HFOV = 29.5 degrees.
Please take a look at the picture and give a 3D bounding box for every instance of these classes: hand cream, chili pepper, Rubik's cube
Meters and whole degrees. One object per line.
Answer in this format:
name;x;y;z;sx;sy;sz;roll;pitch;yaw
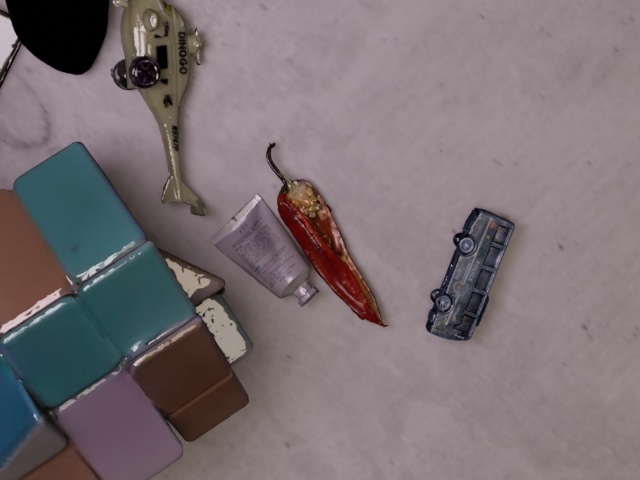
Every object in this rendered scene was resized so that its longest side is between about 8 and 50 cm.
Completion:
hand cream;-0.059;0.022;1.499;0.084;0.053;0.142;-45;81;5
chili pepper;0.000;0.000;1.492;0.050;0.059;0.268;-25;102;38
Rubik's cube;-0.286;0.100;1.335;0.358;0.368;0.387;-35;96;-9

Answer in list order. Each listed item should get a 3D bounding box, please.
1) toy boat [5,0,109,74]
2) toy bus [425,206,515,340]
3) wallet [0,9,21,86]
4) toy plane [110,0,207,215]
toy boat;-0.309;-0.287;1.424;0.116;0.061;0.188;-21;97;-19
toy bus;0.183;0.043;1.498;0.065;0.047;0.166;20;97;-7
wallet;-0.490;-0.157;1.467;0.169;0.044;0.317;27;98;-5
toy plane;-0.185;-0.169;1.453;0.108;0.092;0.286;-8;97;-24
